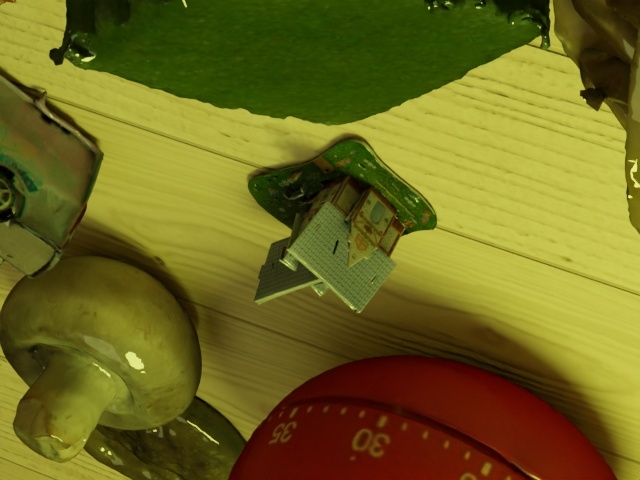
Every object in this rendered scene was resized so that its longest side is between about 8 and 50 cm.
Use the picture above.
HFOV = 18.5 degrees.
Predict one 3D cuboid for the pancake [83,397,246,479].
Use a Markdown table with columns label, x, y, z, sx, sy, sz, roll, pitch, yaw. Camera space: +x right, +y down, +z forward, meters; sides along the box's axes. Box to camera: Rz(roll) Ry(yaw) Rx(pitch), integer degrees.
| label | x | y | z | sx | sy | sz | roll | pitch | yaw |
| --- | --- | --- | --- | --- | --- | --- | --- | --- | --- |
| pancake | -0.181 | 0.220 | 2.106 | 0.241 | 0.050 | 0.242 | 21 | 147 | 15 |

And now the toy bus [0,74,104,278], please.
| label | x | y | z | sx | sy | sz | roll | pitch | yaw |
| --- | --- | --- | --- | --- | --- | --- | --- | --- | --- |
| toy bus | -0.337 | -0.104 | 1.706 | 0.317 | 0.138 | 0.112 | 37 | 152 | -14 |

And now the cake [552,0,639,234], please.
| label | x | y | z | sx | sy | sz | roll | pitch | yaw |
| --- | --- | --- | --- | --- | --- | --- | --- | --- | --- |
| cake | 0.207 | -0.157 | 1.041 | 0.321 | 0.332 | 0.332 | 21 | 147 | 24 |

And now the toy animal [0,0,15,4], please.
| label | x | y | z | sx | sy | sz | roll | pitch | yaw |
| --- | --- | --- | --- | --- | --- | --- | --- | --- | --- |
| toy animal | -0.392 | -0.210 | 1.507 | 0.358 | 0.226 | 0.188 | 8 | 122 | 27 |

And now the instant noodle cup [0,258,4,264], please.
| label | x | y | z | sx | sy | sz | roll | pitch | yaw |
| --- | --- | --- | --- | --- | --- | --- | --- | --- | --- |
| instant noodle cup | -0.366 | 0.004 | 1.825 | 0.168 | 0.185 | 0.168 | 20 | 147 | 14 |

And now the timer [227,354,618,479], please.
| label | x | y | z | sx | sy | sz | roll | pitch | yaw |
| --- | --- | --- | --- | --- | --- | --- | --- | --- | --- |
| timer | 0.098 | 0.274 | 1.751 | 0.378 | 0.279 | 0.378 | 23 | 147 | 16 |

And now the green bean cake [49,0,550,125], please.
| label | x | y | z | sx | sy | sz | roll | pitch | yaw |
| --- | --- | --- | --- | --- | --- | --- | --- | --- | --- |
| green bean cake | -0.011 | -0.180 | 1.206 | 0.246 | 0.156 | 0.250 | 10 | 163 | -32 |

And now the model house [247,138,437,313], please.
| label | x | y | z | sx | sy | sz | roll | pitch | yaw |
| --- | --- | --- | --- | --- | --- | --- | --- | --- | --- |
| model house | 0.000 | 0.000 | 1.623 | 0.117 | 0.088 | 0.167 | 44 | 145 | -23 |

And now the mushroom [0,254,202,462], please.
| label | x | y | z | sx | sy | sz | roll | pitch | yaw |
| --- | --- | --- | --- | --- | --- | --- | --- | --- | --- |
| mushroom | -0.220 | 0.120 | 1.860 | 0.204 | 0.204 | 0.204 | 20 | 147 | 14 |
